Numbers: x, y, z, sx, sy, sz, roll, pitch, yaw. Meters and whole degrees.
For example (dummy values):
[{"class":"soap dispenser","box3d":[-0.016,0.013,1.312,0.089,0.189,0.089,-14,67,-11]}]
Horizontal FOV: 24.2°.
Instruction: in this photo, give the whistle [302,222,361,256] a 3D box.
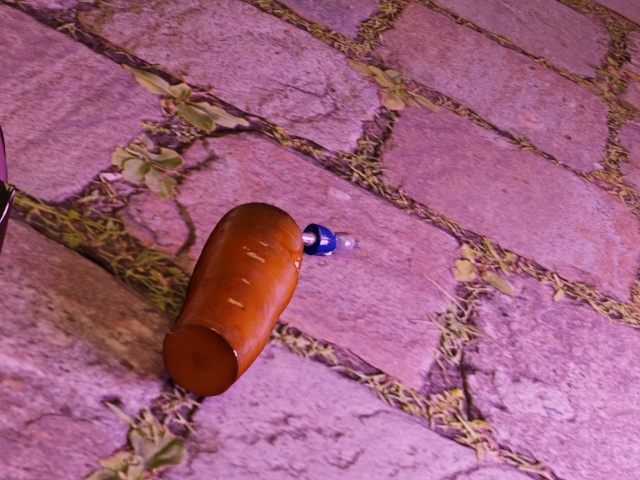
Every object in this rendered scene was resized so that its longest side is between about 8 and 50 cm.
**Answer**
[{"class":"whistle","box3d":[0.000,0.000,1.357,0.083,0.029,0.033,8,-5,-42]}]

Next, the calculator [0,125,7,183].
[{"class":"calculator","box3d":[-0.351,-0.106,1.210,0.194,0.043,0.294,10,33,-31]}]

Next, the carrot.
[{"class":"carrot","box3d":[-0.067,0.046,1.162,0.087,0.087,0.193,26,39,-3]}]

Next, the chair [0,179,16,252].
[{"class":"chair","box3d":[-0.302,0.090,0.791,0.203,0.416,0.241,22,72,-8]}]
